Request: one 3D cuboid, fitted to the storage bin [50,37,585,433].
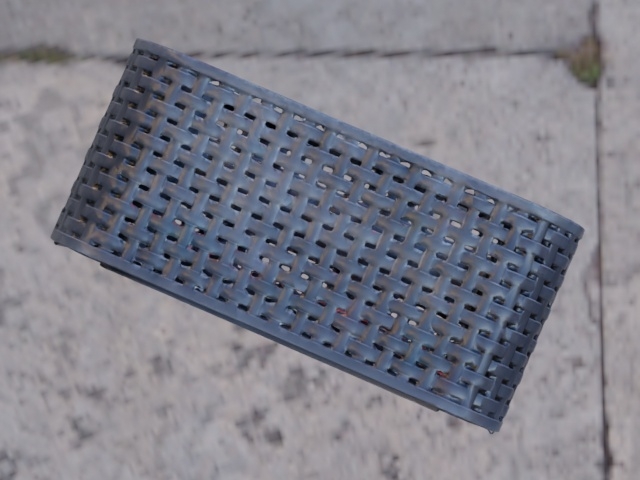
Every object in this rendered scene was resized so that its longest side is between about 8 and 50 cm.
[{"bbox_3d":[0.000,0.000,0.766,0.180,0.122,0.084,22,89,3],"label":"storage bin"}]
